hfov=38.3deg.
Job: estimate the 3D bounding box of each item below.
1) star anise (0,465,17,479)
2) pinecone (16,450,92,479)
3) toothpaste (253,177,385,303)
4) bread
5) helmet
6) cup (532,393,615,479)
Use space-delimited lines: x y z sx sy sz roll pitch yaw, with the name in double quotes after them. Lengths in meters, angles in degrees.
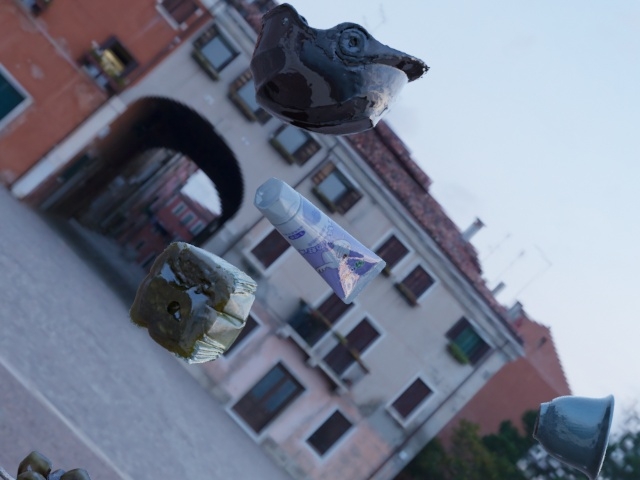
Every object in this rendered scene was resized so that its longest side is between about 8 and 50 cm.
-0.586 0.298 1.467 0.148 0.227 0.218 -11 -7 35 "star anise"
-0.402 0.448 1.079 0.384 0.384 0.384 45 -8 9 "pinecone"
0.000 0.000 1.897 0.371 0.125 0.080 43 0 -43 "toothpaste"
-0.238 0.112 1.693 0.210 0.192 0.110 32 2 36 "bread"
0.014 -0.266 1.565 0.305 0.177 0.225 23 -4 14 "helmet"
0.553 0.419 2.043 0.150 0.199 0.199 13 -18 13 "cup"
